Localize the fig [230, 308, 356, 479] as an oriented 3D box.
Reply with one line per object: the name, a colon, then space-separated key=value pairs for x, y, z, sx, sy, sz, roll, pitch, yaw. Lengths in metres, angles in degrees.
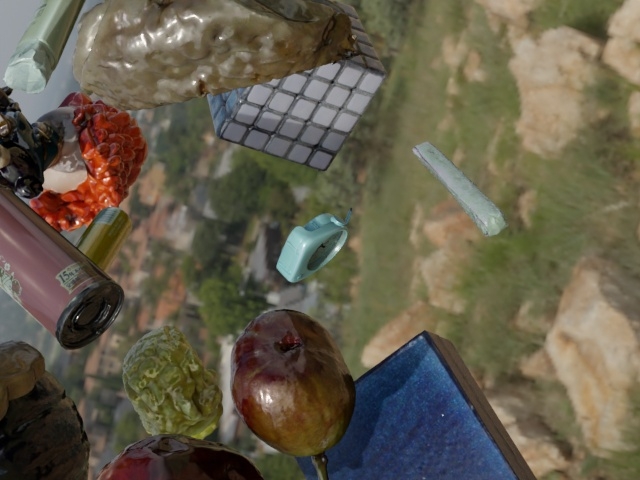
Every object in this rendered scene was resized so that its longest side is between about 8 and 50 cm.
fig: x=-0.021 y=0.220 z=1.445 sx=0.170 sy=0.145 sz=0.274 roll=-102 pitch=-5 yaw=-56

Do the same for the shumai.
shumai: x=-0.107 y=-0.216 z=0.960 sx=0.218 sy=0.184 sz=0.185 roll=-5 pitch=105 yaw=34

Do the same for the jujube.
jujube: x=-0.171 y=0.319 z=1.354 sx=0.243 sy=0.183 sz=0.183 roll=7 pitch=-79 yaw=-63

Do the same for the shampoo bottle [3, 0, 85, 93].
shampoo bottle: x=-0.303 y=-0.257 z=1.322 sx=0.072 sy=0.049 sz=0.212 roll=-29 pitch=35 yaw=42

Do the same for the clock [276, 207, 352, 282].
clock: x=0.001 y=0.001 z=1.825 sx=0.147 sy=0.045 sz=0.108 roll=-30 pitch=-24 yaw=-39

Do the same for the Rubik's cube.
Rubik's cube: x=-0.055 y=-0.304 z=2.080 sx=0.237 sy=0.238 sz=0.237 roll=-58 pitch=33 yaw=30

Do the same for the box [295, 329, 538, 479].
box: x=0.129 y=0.314 z=1.585 sx=0.261 sy=0.116 sz=0.279 roll=-38 pitch=65 yaw=15

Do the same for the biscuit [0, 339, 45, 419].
biscuit: x=-0.530 y=0.212 z=1.559 sx=0.183 sy=0.319 sz=0.047 roll=-133 pitch=33 yaw=-60

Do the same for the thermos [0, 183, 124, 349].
thermos: x=-0.416 y=0.012 z=1.590 sx=0.109 sy=0.330 sz=0.136 roll=-48 pitch=-23 yaw=-9

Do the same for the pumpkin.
pumpkin: x=-0.549 y=0.348 z=1.843 sx=0.266 sy=0.363 sz=0.363 roll=-42 pitch=-21 yaw=-61

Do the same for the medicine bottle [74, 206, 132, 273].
medicine bottle: x=-0.337 y=0.020 z=1.719 sx=0.218 sy=0.074 sz=0.074 roll=-75 pitch=8 yaw=-64

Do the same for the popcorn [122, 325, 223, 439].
popcorn: x=-0.293 y=0.280 z=2.268 sx=0.225 sy=0.173 sz=0.286 roll=61 pitch=174 yaw=16

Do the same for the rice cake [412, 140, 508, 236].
rice cake: x=0.174 y=-0.069 z=1.458 sx=0.207 sy=0.033 sz=0.033 roll=54 pitch=172 yaw=50

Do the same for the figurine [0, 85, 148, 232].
figurine: x=-0.484 y=-0.158 z=1.978 sx=0.306 sy=0.411 sz=0.241 roll=42 pitch=109 yaw=47
